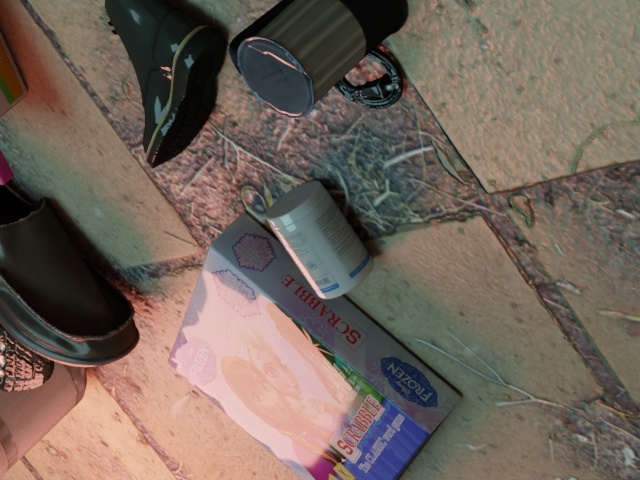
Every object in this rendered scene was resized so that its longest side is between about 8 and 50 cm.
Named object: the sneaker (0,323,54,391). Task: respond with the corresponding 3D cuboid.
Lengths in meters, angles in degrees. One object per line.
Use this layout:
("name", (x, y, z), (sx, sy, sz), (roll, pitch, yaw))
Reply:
("sneaker", (-0.499, 0.040, 2.274), (0.410, 0.182, 0.158), (35, 140, 14))

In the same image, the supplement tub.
("supplement tub", (0.000, 0.000, 1.716), (0.071, 0.071, 0.107), (-7, 121, 54))

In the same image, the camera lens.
("camera lens", (-0.485, 0.216, 2.369), (0.219, 0.274, 0.219), (31, 147, 23))

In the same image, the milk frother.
("milk frother", (0.007, -0.150, 1.460), (0.143, 0.135, 0.129), (54, 149, -15))

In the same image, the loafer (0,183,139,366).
("loafer", (-0.380, 0.021, 2.144), (0.366, 0.134, 0.130), (37, 136, 12))

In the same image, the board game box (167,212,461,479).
("board game box", (-0.020, 0.160, 1.938), (0.318, 0.066, 0.319), (40, 149, 9))

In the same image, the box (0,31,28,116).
("box", (-0.444, -0.232, 1.945), (0.114, 0.103, 0.203), (18, 140, 39))

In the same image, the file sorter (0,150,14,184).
("file sorter", (-0.524, -0.148, 1.859), (0.202, 0.182, 0.291), (13, 137, 44))

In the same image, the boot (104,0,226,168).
("boot", (-0.176, -0.181, 1.724), (0.137, 0.077, 0.198), (42, 137, 14))
